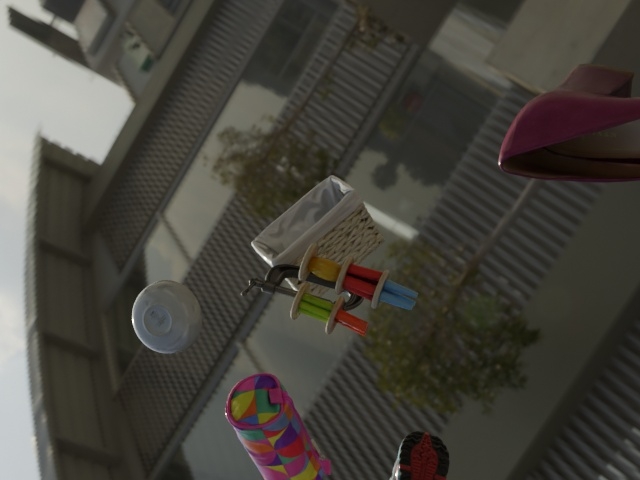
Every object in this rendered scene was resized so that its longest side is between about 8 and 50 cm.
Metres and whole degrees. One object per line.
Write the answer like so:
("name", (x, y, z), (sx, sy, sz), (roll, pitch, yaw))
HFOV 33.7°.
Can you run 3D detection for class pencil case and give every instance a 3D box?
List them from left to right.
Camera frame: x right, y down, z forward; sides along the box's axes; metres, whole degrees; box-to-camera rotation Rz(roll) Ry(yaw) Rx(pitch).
("pencil case", (-0.062, 0.294, 1.582), (0.104, 0.104, 0.236), (39, 163, 38))

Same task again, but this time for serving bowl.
("serving bowl", (-0.174, 0.087, 1.172), (0.083, 0.083, 0.027), (34, -166, 13))

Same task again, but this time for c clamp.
("c clamp", (-0.020, 0.071, 1.448), (0.161, 0.022, 0.137), (13, -159, 2))

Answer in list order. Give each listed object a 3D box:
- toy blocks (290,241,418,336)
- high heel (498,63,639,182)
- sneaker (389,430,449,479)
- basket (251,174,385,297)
("toy blocks", (0.044, 0.078, 1.345), (0.148, 0.123, 0.054), (21, -140, 11))
("high heel", (0.373, -0.080, 1.052), (0.377, 0.181, 0.127), (14, 136, 38))
("sneaker", (0.137, 0.432, 1.648), (0.104, 0.125, 0.262), (21, -134, 9))
("basket", (0.000, 0.000, 1.582), (0.103, 0.167, 0.113), (51, 175, -25))
